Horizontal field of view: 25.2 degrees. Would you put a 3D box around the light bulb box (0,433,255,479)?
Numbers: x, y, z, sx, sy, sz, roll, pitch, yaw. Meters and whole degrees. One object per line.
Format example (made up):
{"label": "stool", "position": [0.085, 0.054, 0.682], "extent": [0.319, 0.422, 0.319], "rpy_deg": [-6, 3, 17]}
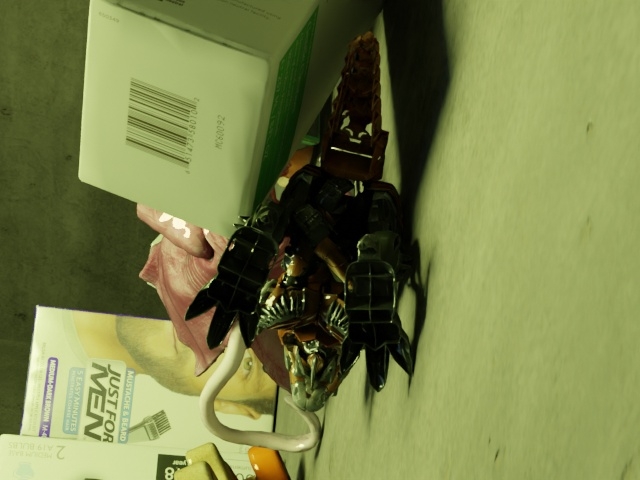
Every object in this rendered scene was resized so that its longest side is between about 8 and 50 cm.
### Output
{"label": "light bulb box", "position": [-0.241, 0.457, 1.758], "extent": [0.225, 0.358, 0.361], "rpy_deg": [105, 168, -58]}

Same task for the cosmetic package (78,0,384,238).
{"label": "cosmetic package", "position": [-0.054, -0.200, 1.205], "extent": [0.197, 0.155, 0.365], "rpy_deg": [102, -167, -45]}

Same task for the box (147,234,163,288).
{"label": "box", "position": [-0.148, 0.013, 2.062], "extent": [0.170, 0.130, 0.091], "rpy_deg": [-49, -17, -38]}

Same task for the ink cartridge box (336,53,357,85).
{"label": "ink cartridge box", "position": [-0.004, -0.335, 1.495], "extent": [0.289, 0.122, 0.211], "rpy_deg": [104, 170, -48]}

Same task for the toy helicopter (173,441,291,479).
{"label": "toy helicopter", "position": [-0.087, 0.310, 1.461], "extent": [0.355, 0.140, 0.235], "rpy_deg": [71, 175, -69]}

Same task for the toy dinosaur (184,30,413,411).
{"label": "toy dinosaur", "position": [0.000, 0.000, 1.132], "extent": [0.218, 0.164, 0.321], "rpy_deg": [-64, -36, -61]}

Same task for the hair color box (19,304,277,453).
{"label": "hair color box", "position": [-0.231, 0.199, 1.971], "extent": [0.110, 0.339, 0.185], "rpy_deg": [150, 126, -79]}

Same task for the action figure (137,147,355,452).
{"label": "action figure", "position": [-0.091, 0.026, 1.388], "extent": [0.370, 0.248, 0.275], "rpy_deg": [106, 168, -67]}

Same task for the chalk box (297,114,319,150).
{"label": "chalk box", "position": [-0.115, -0.197, 1.713], "extent": [0.289, 0.180, 0.179], "rpy_deg": [-17, 68, 49]}

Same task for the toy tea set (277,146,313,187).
{"label": "toy tea set", "position": [-0.036, -0.235, 1.872], "extent": [0.200, 0.124, 0.336], "rpy_deg": [5, 85, 54]}
